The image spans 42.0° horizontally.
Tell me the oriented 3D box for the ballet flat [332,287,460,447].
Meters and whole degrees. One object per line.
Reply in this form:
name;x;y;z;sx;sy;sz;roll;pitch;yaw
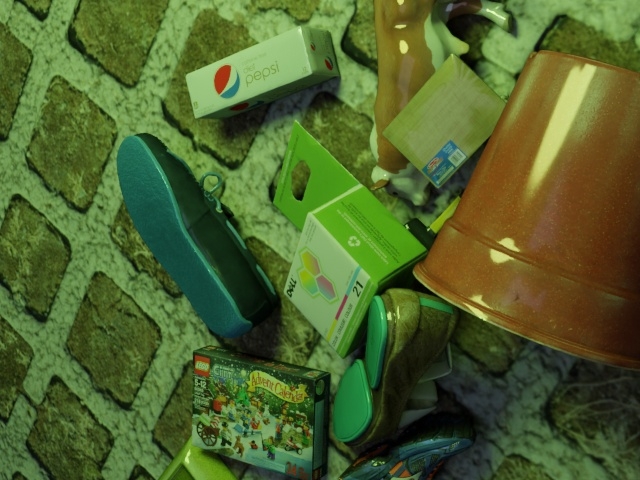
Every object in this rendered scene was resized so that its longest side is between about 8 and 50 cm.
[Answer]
ballet flat;0.102;0.172;1.069;0.342;0.124;0.116;103;163;-49

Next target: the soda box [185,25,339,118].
soda box;-0.085;-0.233;1.178;0.216;0.074;0.069;-14;89;34

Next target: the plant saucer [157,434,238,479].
plant saucer;-0.205;0.443;1.372;0.188;0.045;0.188;47;119;20

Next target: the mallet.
mallet;0.170;-0.054;1.063;0.062;0.039;0.190;42;113;18

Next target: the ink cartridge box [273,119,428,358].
ink cartridge box;0.000;0.000;1.101;0.255;0.097;0.189;46;147;20

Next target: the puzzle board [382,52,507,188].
puzzle board;0.146;-0.138;0.970;0.096;0.011;0.128;45;117;7

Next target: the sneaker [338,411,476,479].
sneaker;0.128;0.301;1.123;0.221;0.083;0.087;-38;89;37

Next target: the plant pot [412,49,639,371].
plant pot;0.270;-0.042;0.876;0.272;0.272;0.265;25;102;28

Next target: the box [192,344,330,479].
box;-0.096;0.260;1.274;0.233;0.044;0.159;7;101;32

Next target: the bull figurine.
bull figurine;0.138;-0.191;1.024;0.188;0.101;0.310;-1;102;26

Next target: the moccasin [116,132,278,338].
moccasin;-0.188;-0.011;1.260;0.137;0.117;0.342;-35;82;44
